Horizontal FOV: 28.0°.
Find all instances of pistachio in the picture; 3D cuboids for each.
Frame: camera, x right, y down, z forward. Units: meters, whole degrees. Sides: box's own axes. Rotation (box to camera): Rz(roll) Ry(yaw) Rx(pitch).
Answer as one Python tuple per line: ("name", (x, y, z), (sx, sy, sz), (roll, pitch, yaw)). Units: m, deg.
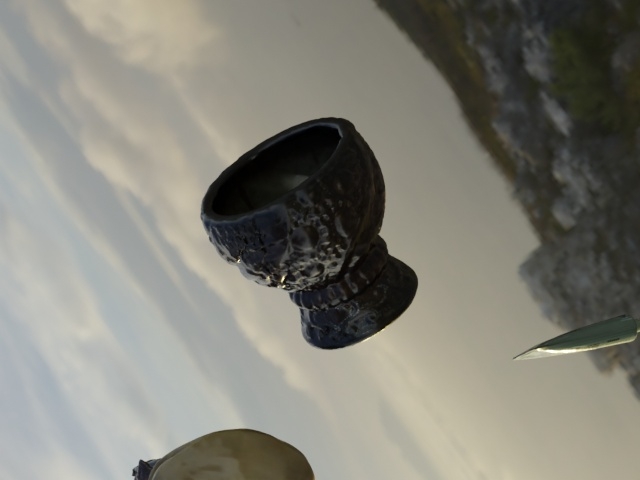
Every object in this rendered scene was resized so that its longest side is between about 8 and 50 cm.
("pistachio", (-0.106, 0.287, 1.544), (0.117, 0.201, 0.145), (-88, 2, -74))

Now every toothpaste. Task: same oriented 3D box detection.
("toothpaste", (0.377, 0.141, 1.841), (0.064, 0.218, 0.041), (-40, 63, 62))

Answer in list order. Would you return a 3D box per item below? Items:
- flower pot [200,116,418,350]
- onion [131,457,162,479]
("flower pot", (0.000, 0.000, 1.847), (0.267, 0.267, 0.266), (57, 176, -25))
("onion", (-0.183, 0.456, 1.880), (0.420, 0.398, 0.398), (55, 177, -33))
